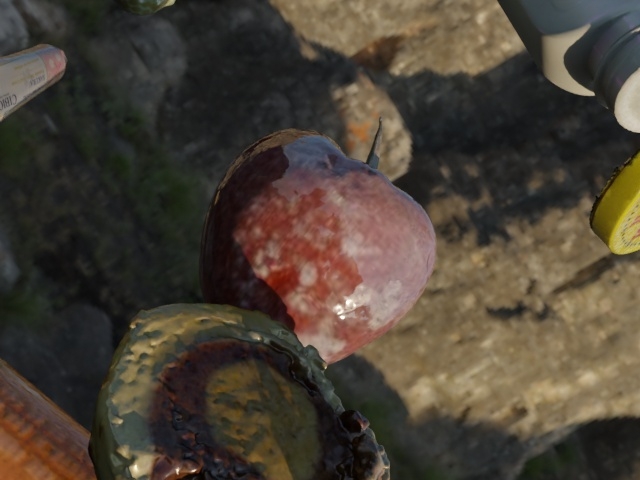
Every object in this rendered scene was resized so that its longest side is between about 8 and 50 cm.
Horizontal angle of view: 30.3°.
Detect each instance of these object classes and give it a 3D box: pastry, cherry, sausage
[{"bbox_3d":[-0.091,0.187,1.029,0.255,0.170,0.237,-9,51,-39],"label":"pastry"},{"bbox_3d":[0.000,0.000,1.220,0.236,0.286,0.213,25,-8,20],"label":"cherry"},{"bbox_3d":[-0.314,0.302,1.267,0.287,0.233,0.233,40,7,5],"label":"sausage"}]

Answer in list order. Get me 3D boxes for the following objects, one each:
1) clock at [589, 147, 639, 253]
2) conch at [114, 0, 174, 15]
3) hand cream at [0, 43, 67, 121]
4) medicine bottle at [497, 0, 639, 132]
[{"bbox_3d":[0.453,-0.083,1.410,0.071,0.293,0.277,52,-34,25],"label":"clock"},{"bbox_3d":[-0.229,-0.360,1.569,0.106,0.173,0.116,58,-28,0],"label":"conch"},{"bbox_3d":[-0.306,-0.164,1.188,0.210,0.043,0.067,-66,147,-68],"label":"hand cream"},{"bbox_3d":[0.287,-0.259,1.223,0.124,0.179,0.324,76,-6,-50],"label":"medicine bottle"}]
